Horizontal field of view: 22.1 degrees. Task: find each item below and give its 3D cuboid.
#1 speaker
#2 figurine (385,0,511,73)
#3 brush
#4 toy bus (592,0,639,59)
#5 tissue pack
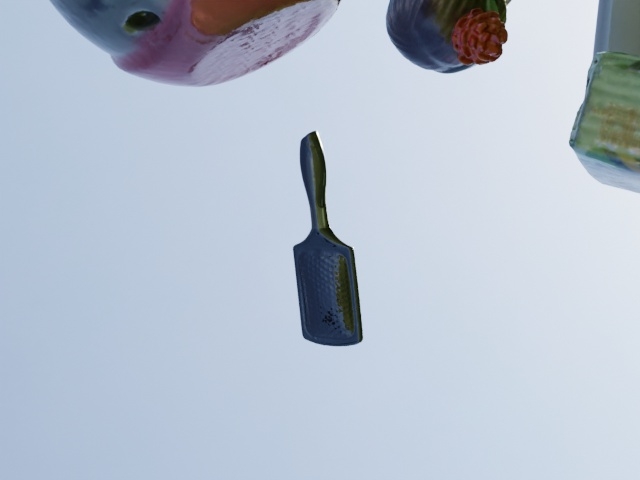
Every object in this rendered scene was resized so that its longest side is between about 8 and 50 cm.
[{"bbox_3d":[-0.113,-0.273,1.288,0.294,0.294,0.294,20,-114,-55],"label":"speaker"},{"bbox_3d":[0.141,-0.274,1.549,0.110,0.138,0.246,20,-105,-18],"label":"figurine"},{"bbox_3d":[0.000,0.000,1.415,0.016,0.063,0.193,-27,-65,-57],"label":"brush"},{"bbox_3d":[0.430,-0.312,1.927,0.249,0.209,0.440,-53,-32,-66],"label":"toy bus"},{"bbox_3d":[0.417,-0.086,1.627,0.228,0.310,0.128,19,-94,-73],"label":"tissue pack"}]
